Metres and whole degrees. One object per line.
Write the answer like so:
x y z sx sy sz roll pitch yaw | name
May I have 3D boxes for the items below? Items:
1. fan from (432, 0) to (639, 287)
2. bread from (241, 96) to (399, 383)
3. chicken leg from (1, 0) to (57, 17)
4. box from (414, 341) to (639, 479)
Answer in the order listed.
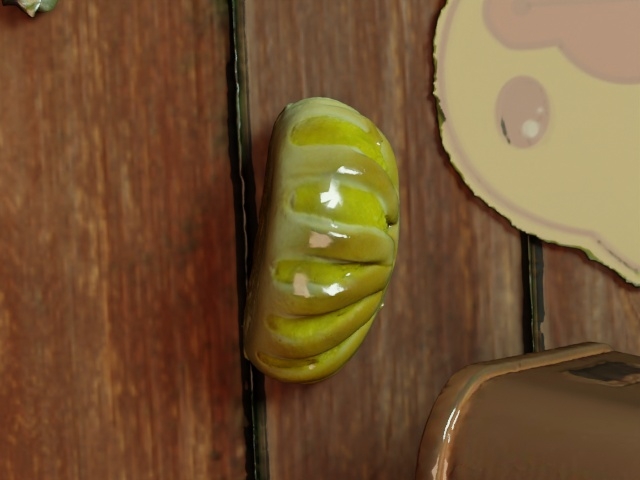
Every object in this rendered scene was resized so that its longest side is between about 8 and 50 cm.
0.174 -0.140 0.786 0.229 0.011 0.335 -3 95 1 | fan
0.000 0.000 0.758 0.083 0.094 0.157 8 85 4 | bread
-0.211 -0.326 0.720 0.201 0.153 0.429 -22 100 -6 | chicken leg
0.187 0.236 0.653 0.229 0.239 0.340 7 94 31 | box
